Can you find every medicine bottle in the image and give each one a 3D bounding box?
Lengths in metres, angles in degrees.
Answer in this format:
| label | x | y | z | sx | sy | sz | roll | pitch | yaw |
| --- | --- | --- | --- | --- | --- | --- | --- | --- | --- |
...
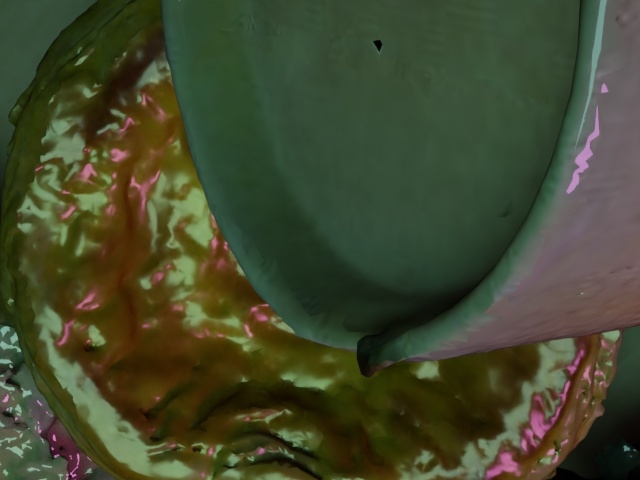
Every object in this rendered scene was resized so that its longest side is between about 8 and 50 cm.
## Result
| label | x | y | z | sx | sy | sz | roll | pitch | yaw |
| --- | --- | --- | --- | --- | --- | --- | --- | --- | --- |
| medicine bottle | 0.173 | -0.099 | 0.500 | 0.406 | 0.236 | 0.235 | -6 | 118 | -30 |

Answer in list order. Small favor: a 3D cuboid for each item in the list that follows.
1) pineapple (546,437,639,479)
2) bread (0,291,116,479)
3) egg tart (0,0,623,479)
| label | x | y | z | sx | sy | sz | roll | pitch | yaw |
| --- | --- | --- | --- | --- | --- | --- | --- | --- | --- |
| pineapple | 0.170 | 0.144 | 0.701 | 0.310 | 0.141 | 0.170 | -16 | 112 | 27 |
| bread | -0.215 | 0.097 | 0.761 | 0.274 | 0.149 | 0.274 | 3 | 114 | 6 |
| egg tart | 0.000 | 0.000 | 0.669 | 0.295 | 0.116 | 0.294 | 1 | 100 | 5 |
